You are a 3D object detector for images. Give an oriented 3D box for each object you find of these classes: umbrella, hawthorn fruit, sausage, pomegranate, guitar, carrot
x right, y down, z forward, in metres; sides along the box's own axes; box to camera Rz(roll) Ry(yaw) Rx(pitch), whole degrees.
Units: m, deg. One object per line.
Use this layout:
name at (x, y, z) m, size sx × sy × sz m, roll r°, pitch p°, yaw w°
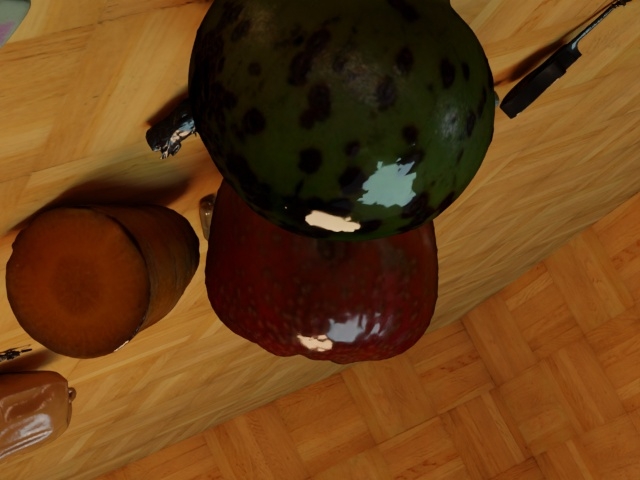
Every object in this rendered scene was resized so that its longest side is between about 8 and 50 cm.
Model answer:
umbrella at (-0.106, -0.124, 1.119) m, size 0.144 × 0.040 × 0.037 m, roll -36°, pitch 156°, yaw 31°
hawthorn fruit at (0.000, 0.000, 1.348) m, size 0.275 × 0.300 × 0.275 m, roll -6°, pitch -159°, yaw 2°
sausage at (-0.462, 0.257, 1.740) m, size 0.241 × 0.120 × 0.136 m, roll -19°, pitch 177°, yaw -36°
sausage at (-0.136, -0.023, 1.507) m, size 0.024 × 0.024 × 0.132 m, roll -25°, pitch 169°, yaw -9°
pomegranate at (0.050, -0.136, 0.943) m, size 0.306 × 0.242 × 0.242 m, roll -35°, pitch 166°, yaw 13°
guitar at (0.318, -0.239, 1.545) m, size 0.233 × 0.025 × 0.088 m, roll -41°, pitch -174°, yaw 29°
carrot at (-0.208, 0.019, 1.311) m, size 0.159 × 0.159 × 0.225 m, roll -33°, pitch 180°, yaw 24°
umbrella at (-0.438, 0.160, 1.646) m, size 0.022 × 0.013 × 0.122 m, roll -9°, pitch -176°, yaw 41°

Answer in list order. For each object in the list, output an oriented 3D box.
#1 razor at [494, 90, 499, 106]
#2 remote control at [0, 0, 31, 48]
razor at (0.139, -0.141, 1.543) m, size 0.232 × 0.068 × 0.106 m, roll -26°, pitch 170°, yaw -29°
remote control at (-0.319, -0.118, 0.657) m, size 0.145 × 0.050 × 0.344 m, roll -35°, pitch 165°, yaw 31°
